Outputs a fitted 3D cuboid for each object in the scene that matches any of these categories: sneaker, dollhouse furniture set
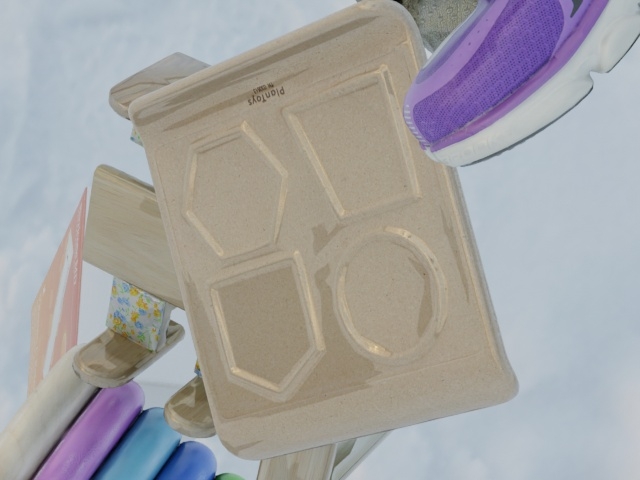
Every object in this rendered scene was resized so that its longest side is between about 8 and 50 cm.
[{"bbox_3d":[0.061,-0.100,0.456,0.071,0.068,0.170,26,94,-14],"label":"sneaker"},{"bbox_3d":[-0.058,0.038,1.083,0.242,0.212,0.161,25,33,19],"label":"dollhouse furniture set"}]

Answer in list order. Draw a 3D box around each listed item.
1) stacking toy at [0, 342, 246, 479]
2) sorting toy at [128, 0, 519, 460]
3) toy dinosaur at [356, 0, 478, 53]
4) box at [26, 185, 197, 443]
[{"bbox_3d":[-0.083,0.223,1.251,0.330,0.141,0.141,37,50,-1],"label":"stacking toy"},{"bbox_3d":[0.000,0.000,0.898,0.038,0.193,0.208,-16,88,-52],"label":"sorting toy"},{"bbox_3d":[0.120,-0.167,1.198,0.160,0.121,0.313,-32,31,-21],"label":"toy dinosaur"},{"bbox_3d":[-0.215,0.116,1.903,0.168,0.345,0.215,8,64,-16],"label":"box"}]
